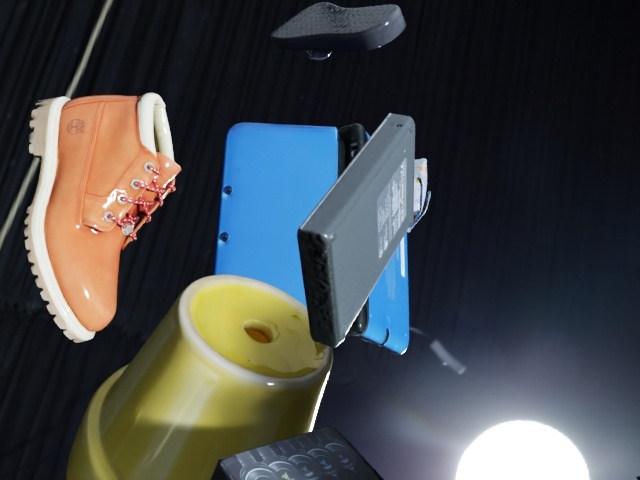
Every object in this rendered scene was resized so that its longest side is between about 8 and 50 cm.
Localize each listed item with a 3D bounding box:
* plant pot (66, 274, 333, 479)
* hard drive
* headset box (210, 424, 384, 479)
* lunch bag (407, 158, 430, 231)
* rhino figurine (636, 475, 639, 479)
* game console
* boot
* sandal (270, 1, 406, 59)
[{"bbox_3d":[-0.107,0.177,0.664,0.254,0.238,0.254,23,-155,-11],"label":"plant pot"},{"bbox_3d":[0.029,-0.009,0.414,0.022,0.135,0.094,14,134,22],"label":"hard drive"},{"bbox_3d":[-0.002,0.325,0.489,0.131,0.246,0.283,0,-148,-45],"label":"headset box"},{"bbox_3d":[0.123,-0.063,0.866,0.053,0.071,0.083,5,119,12],"label":"lunch bag"},{"bbox_3d":[0.537,0.314,0.887,0.073,0.243,0.106,60,164,-17],"label":"rhino figurine"},{"bbox_3d":[0.000,0.000,0.877,0.174,0.292,0.250,-9,157,27],"label":"game console"},{"bbox_3d":[-0.126,-0.020,0.383,0.085,0.157,0.059,-7,164,2],"label":"boot"},{"bbox_3d":[0.013,-0.269,0.846,0.254,0.097,0.054,31,155,52],"label":"sandal"}]
